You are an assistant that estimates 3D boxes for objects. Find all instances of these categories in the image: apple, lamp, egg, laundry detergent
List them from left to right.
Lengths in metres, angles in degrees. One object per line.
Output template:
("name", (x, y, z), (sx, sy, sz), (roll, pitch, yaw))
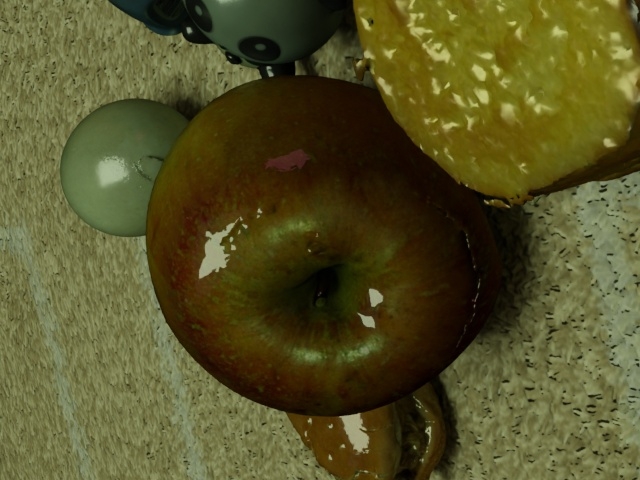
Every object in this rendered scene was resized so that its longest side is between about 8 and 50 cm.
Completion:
("egg", (-0.257, -0.098, 2.137), (0.253, 0.186, 0.187), (-13, 94, 61))
("laundry detergent", (-0.191, -0.325, 1.922), (0.290, 0.094, 0.143), (47, -114, -84))
("lamp", (-0.070, -0.279, 1.792), (0.198, 0.197, 0.244), (62, 160, 15))
("apple", (0.000, 0.000, 1.714), (0.374, 0.384, 0.374), (-60, 15, 28))

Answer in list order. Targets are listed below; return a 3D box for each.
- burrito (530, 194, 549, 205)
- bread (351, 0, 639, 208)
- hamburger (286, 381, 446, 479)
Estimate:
("burrito", (0.166, -0.107, 1.631), (0.229, 0.058, 0.063), (36, 135, 41))
("bread", (0.211, -0.222, 1.348), (0.398, 0.215, 0.398), (30, 134, 37))
("hamburger", (0.037, 0.176, 1.876), (0.283, 0.144, 0.157), (52, 142, 31))
